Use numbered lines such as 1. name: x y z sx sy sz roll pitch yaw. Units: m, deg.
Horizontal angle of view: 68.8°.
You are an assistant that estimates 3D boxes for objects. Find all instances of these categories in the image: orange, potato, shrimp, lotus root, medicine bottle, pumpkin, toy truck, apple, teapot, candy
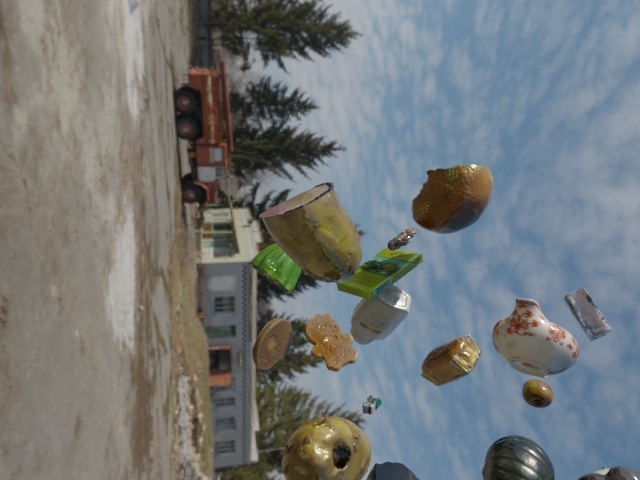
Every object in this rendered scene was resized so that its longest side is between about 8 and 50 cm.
1. orange: 0.504 -0.146 1.745 0.196 0.263 0.334 58 -47 31
2. potato: 0.000 0.000 1.215 0.266 0.229 0.229 62 -6 -16
3. shrimp: 0.193 -0.006 1.063 0.038 0.092 0.029 -8 -64 59
4. lotus root: -0.127 0.067 1.613 0.186 0.186 0.186 178 -90 -77
5. medicine bottle: 0.236 0.318 1.963 0.124 0.179 0.324 -69 -176 -46
6. pumpkin: 0.565 0.686 1.324 0.216 0.250 0.249 19 -65 38
7. toy truck: 0.169 0.540 1.529 0.083 0.044 0.039 -5 96 -65
8. apple: 0.862 0.604 1.855 0.102 0.114 0.099 -59 136 -47
9. teapot: 0.434 0.218 0.948 0.245 0.159 0.116 51 43 -45
10. candy: 0.848 0.234 1.489 0.092 0.073 0.160 34 29 -63
11. potato: 0.015 0.425 0.916 0.140 0.173 0.300 60 -5 29

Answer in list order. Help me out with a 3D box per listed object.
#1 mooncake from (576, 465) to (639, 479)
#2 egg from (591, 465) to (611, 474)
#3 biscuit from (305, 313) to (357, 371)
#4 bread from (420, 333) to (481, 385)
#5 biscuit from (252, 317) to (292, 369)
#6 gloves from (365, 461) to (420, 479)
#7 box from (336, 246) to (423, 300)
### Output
1. mooncake: 0.793 0.710 1.234 0.133 0.245 0.245 -84 -179 -53
2. egg: 0.926 0.880 1.467 0.162 0.206 0.271 111 -23 -86
3. biscuit: 0.023 0.288 1.320 0.184 0.133 0.027 39 -39 29
4. bread: 0.469 0.441 1.714 0.107 0.136 0.241 42 -33 4
5. biscuit: -0.180 0.373 1.704 0.049 0.208 0.181 16 -61 32
6. gloves: 0.179 0.715 1.196 0.152 0.197 0.301 -161 -103 -78
7. box: 0.244 0.127 1.899 0.187 0.335 0.047 10 -58 47
